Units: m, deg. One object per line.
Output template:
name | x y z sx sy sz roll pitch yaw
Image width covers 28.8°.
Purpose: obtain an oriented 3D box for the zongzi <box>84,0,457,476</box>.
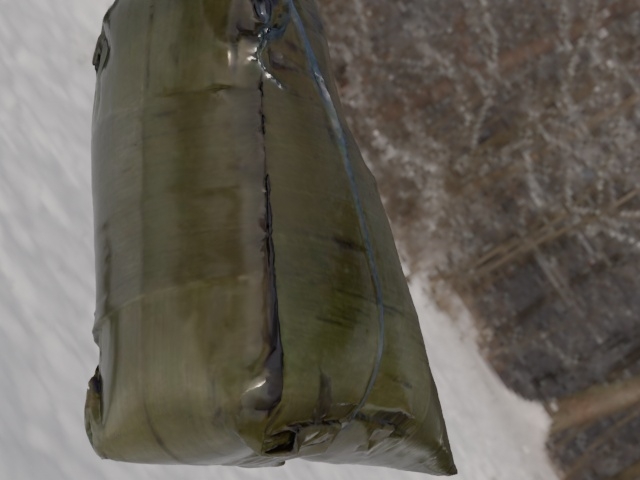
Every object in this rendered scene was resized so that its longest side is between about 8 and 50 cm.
zongzi | 0.000 0.000 0.833 0.360 0.160 0.322 23 63 -52
